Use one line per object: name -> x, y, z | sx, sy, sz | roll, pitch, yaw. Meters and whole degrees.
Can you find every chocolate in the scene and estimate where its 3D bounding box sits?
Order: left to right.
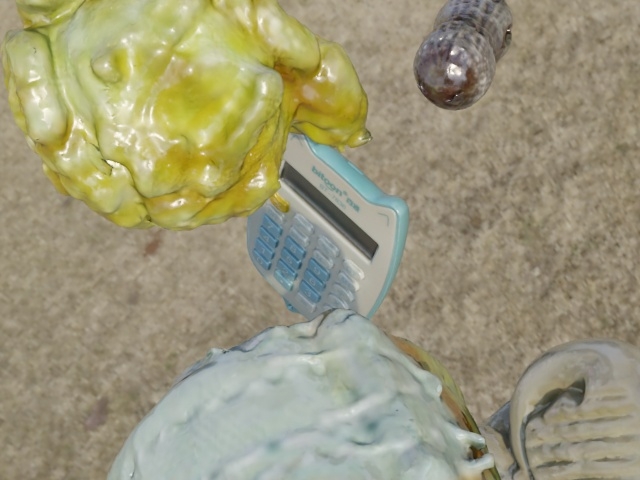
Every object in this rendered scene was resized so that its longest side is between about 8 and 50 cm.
chocolate -> 0.182, -0.247, 1.291 | 0.110, 0.110, 0.248 | -16, 22, 29

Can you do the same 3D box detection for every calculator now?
calculator -> 0.000, 0.000, 1.473 | 0.256, 0.386, 0.054 | 42, 54, 14

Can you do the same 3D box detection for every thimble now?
thimble -> -0.004, 0.184, 0.652 | 0.288, 0.254, 0.167 | 111, 147, -40

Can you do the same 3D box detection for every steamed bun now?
steamed bun -> 0.311, 0.281, 0.955 | 0.342, 0.255, 0.367 | -41, 55, 56

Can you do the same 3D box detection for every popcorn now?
popcorn -> -0.144, -0.143, 0.983 | 0.279, 0.335, 0.274 | -46, 10, -19
